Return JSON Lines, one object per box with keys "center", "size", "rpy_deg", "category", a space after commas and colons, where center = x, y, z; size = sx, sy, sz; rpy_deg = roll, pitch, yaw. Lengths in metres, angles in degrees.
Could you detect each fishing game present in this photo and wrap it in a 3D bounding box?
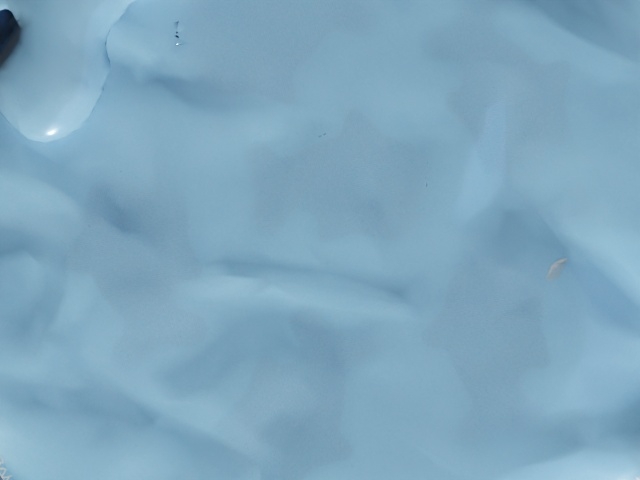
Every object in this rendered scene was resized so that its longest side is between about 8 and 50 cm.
{"center": [0.000, 0.000, 0.367], "size": [0.041, 0.189, 0.264], "rpy_deg": [-174, -102, -82], "category": "fishing game"}
